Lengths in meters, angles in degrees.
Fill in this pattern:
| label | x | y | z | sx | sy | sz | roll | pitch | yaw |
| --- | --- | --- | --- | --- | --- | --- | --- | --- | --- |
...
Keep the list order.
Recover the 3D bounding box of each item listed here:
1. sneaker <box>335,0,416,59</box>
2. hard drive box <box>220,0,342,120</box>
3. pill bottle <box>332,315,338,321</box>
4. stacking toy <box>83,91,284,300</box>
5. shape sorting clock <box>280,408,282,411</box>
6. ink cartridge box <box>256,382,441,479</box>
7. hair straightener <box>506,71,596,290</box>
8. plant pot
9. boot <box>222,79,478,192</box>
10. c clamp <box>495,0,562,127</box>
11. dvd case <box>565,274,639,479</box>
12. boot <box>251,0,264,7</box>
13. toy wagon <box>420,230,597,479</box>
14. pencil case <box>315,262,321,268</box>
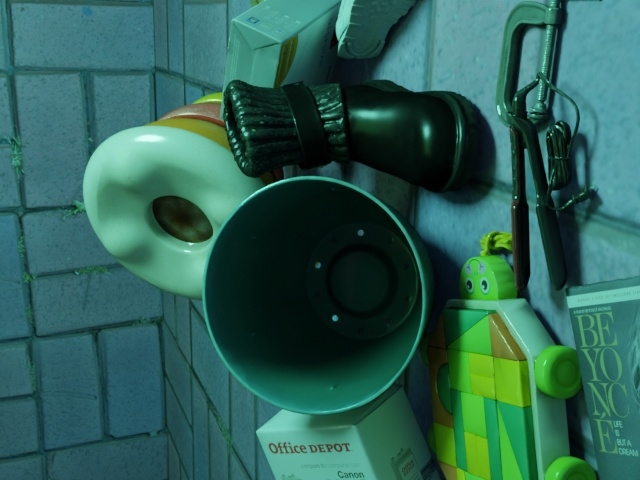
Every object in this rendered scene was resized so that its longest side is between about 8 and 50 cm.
| label | x | y | z | sx | sy | sz | roll | pitch | yaw |
| --- | --- | --- | --- | --- | --- | --- | --- | --- | --- |
| sneaker | 0.075 | -0.356 | 1.107 | 0.235 | 0.090 | 0.094 | 138 | 133 | -62 |
| hard drive box | -0.056 | -0.299 | 1.244 | 0.089 | 0.232 | 0.181 | 27 | 134 | 13 |
| pill bottle | 0.055 | 0.123 | 1.249 | 0.087 | 0.087 | 0.160 | -127 | 38 | -53 |
| stacking toy | -0.173 | -0.160 | 1.404 | 0.480 | 0.351 | 0.350 | -67 | -4 | -46 |
| shape sorting clock | -0.045 | 0.327 | 1.605 | 0.206 | 0.040 | 0.206 | 177 | 90 | -65 |
| ink cartridge box | 0.058 | 0.354 | 1.065 | 0.207 | 0.117 | 0.283 | -17 | 97 | 44 |
| hair straightener | 0.243 | -0.060 | 0.802 | 0.089 | 0.047 | 0.230 | 0 | 96 | 31 |
| plant pot | 0.023 | 0.065 | 1.049 | 0.235 | 0.293 | 0.293 | -4 | -91 | -71 |
| boot | 0.024 | -0.141 | 1.034 | 0.348 | 0.260 | 0.131 | -144 | 53 | -62 |
| c clamp | 0.231 | -0.193 | 0.830 | 0.137 | 0.022 | 0.160 | -134 | 44 | -57 |
| dvd case | 0.306 | 0.144 | 0.723 | 0.164 | 0.018 | 0.221 | 155 | 108 | -67 |
| boot | -0.063 | -0.561 | 1.396 | 0.269 | 0.089 | 0.236 | 128 | 133 | -58 |
| toy wagon | 0.202 | 0.162 | 0.918 | 0.267 | 0.068 | 0.344 | 173 | 91 | -68 |
| pencil case | 0.000 | 0.000 | 1.351 | 0.236 | 0.104 | 0.104 | -117 | 30 | -45 |
